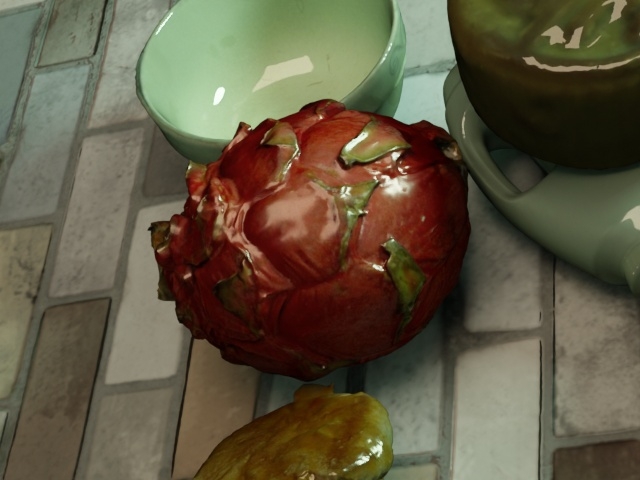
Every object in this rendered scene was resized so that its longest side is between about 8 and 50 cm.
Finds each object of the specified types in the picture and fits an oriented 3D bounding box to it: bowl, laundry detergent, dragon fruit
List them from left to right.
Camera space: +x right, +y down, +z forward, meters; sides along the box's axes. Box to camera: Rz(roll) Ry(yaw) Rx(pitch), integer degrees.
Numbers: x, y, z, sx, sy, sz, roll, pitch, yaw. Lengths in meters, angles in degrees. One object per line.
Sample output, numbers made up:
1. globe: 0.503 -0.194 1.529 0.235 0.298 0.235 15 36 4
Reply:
1. bowl: -0.038 -0.176 1.929 0.307 0.163 0.307 -13 47 14
2. dragon fruit: 0.000 0.000 1.695 0.343 0.277 0.277 -13 46 -4
3. laundry detergent: 0.287 -0.070 1.721 0.264 0.124 0.397 -20 48 5

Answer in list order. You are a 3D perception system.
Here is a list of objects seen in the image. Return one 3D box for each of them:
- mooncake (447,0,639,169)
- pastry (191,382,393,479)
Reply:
1. mooncake: 0.264 -0.217 1.665 0.284 0.155 0.284 -8 51 10
2. pastry: -0.030 0.230 1.585 0.229 0.100 0.218 -25 20 7
